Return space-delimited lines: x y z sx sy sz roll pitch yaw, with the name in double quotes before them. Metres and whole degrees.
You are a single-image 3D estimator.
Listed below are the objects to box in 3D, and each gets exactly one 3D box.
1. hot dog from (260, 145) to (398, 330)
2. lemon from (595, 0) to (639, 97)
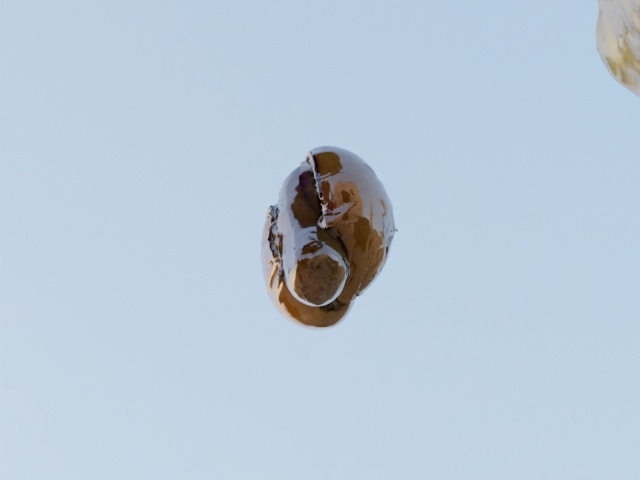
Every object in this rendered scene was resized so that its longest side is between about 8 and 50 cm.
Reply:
"hot dog" -0.001 0.001 0.977 0.060 0.140 0.090 25 -57 -23
"lemon" 0.268 -0.176 0.709 0.350 0.349 0.387 0 -14 -4
